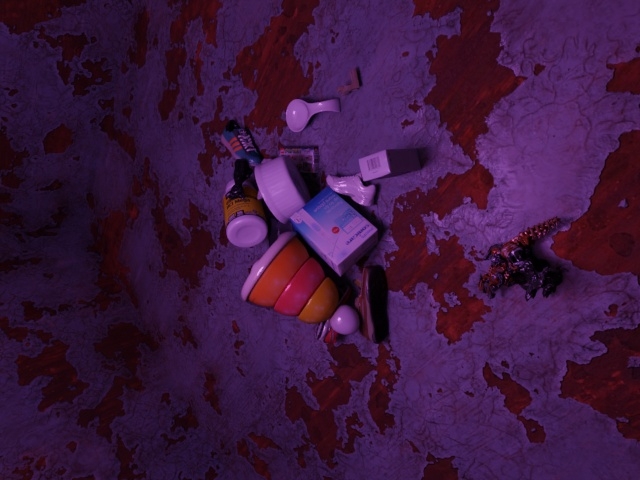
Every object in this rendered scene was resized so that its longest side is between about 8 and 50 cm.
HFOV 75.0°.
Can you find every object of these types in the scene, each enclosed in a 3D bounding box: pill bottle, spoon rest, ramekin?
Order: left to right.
[{"bbox_3d":[-0.366,-0.143,1.984,0.188,0.188,0.333,-56,37,33],"label":"pill bottle"},{"bbox_3d":[-0.149,-0.223,1.761,0.135,0.277,0.277,-25,82,12],"label":"ramekin"},{"bbox_3d":[-0.049,-0.542,1.757,0.276,0.084,0.137,-3,97,40],"label":"spoon rest"}]

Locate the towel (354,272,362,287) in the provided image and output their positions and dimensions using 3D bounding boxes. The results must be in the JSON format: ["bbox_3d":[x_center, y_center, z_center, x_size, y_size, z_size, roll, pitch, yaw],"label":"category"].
[{"bbox_3d":[0.184,0.180,1.766,0.083,0.009,0.060,39,121,28],"label":"towel"}]

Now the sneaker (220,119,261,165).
[{"bbox_3d":[-0.384,-0.479,2.038,0.302,0.108,0.121,44,129,26],"label":"sneaker"}]

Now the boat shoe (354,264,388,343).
[{"bbox_3d":[0.193,0.262,1.706,0.120,0.123,0.323,7,104,45],"label":"boat shoe"}]

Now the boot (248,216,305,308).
[{"bbox_3d":[-0.227,0.100,2.005,0.367,0.146,0.444,5,106,31],"label":"boot"}]

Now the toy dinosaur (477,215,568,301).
[{"bbox_3d":[0.617,0.069,1.292,0.218,0.164,0.321,55,152,38],"label":"toy dinosaur"}]

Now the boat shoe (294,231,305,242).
[{"bbox_3d":[0.000,0.000,1.807,0.255,0.095,0.079,3,119,14],"label":"boat shoe"}]

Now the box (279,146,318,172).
[{"bbox_3d":[-0.098,-0.362,1.869,0.207,0.036,0.114,11,106,38],"label":"box"}]

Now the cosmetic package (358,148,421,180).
[{"bbox_3d":[0.248,-0.267,1.465,0.117,0.231,0.085,-11,92,42],"label":"cosmetic package"}]

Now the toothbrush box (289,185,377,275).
[{"bbox_3d":[0.055,-0.039,1.680,0.295,0.216,0.126,45,169,24],"label":"toothbrush box"}]

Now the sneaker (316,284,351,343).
[{"bbox_3d":[0.078,0.325,1.837,0.278,0.118,0.107,-66,20,8],"label":"sneaker"}]

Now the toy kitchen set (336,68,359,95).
[{"bbox_3d":[0.099,-0.614,1.629,0.068,0.083,0.075,-170,69,-82],"label":"toy kitchen set"}]

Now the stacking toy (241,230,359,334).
[{"bbox_3d":[-0.048,0.223,1.703,0.480,0.350,0.350,37,124,3],"label":"stacking toy"}]

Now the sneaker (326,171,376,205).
[{"bbox_3d":[0.131,-0.231,1.681,0.232,0.090,0.115,29,111,22],"label":"sneaker"}]

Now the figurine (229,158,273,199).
[{"bbox_3d":[-0.305,-0.270,1.918,0.215,0.092,0.209,0,57,6],"label":"figurine"}]
